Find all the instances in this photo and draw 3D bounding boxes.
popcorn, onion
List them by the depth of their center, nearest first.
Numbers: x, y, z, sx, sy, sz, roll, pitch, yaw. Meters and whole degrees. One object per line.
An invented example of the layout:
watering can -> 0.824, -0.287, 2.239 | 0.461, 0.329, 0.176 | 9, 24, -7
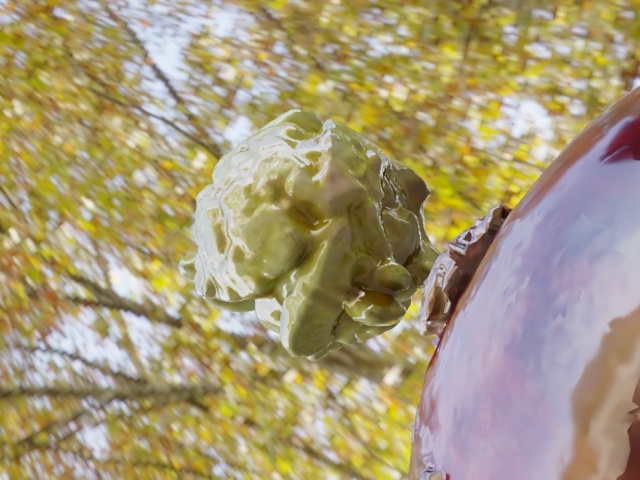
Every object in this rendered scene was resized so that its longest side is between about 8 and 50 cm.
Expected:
onion -> 0.190, 0.077, 0.749 | 0.341, 0.341, 0.341 | -3, -79, -16
popcorn -> -0.001, 0.001, 1.428 | 0.187, 0.185, 0.167 | 32, -89, -4
